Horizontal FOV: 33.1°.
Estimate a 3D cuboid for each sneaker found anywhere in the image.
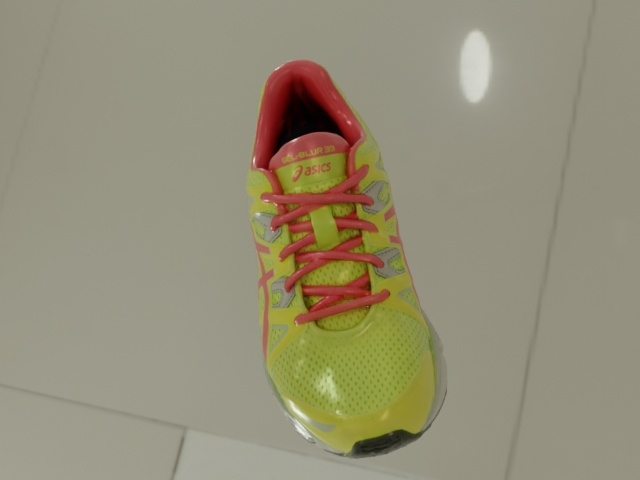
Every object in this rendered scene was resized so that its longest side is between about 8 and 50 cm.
[{"bbox_3d":[0.000,0.000,0.488,0.094,0.082,0.208,75,180,-49],"label":"sneaker"}]
